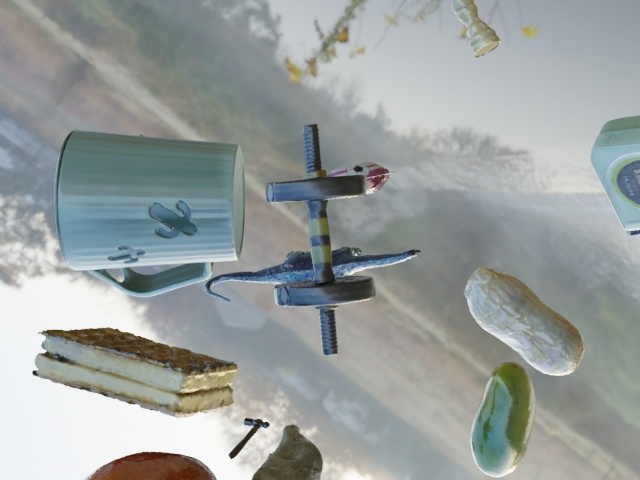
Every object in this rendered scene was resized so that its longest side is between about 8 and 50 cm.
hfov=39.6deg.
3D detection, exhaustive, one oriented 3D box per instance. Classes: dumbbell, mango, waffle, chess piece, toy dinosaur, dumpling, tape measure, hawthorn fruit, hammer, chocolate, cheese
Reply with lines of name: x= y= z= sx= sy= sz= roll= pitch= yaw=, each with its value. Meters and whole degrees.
dumbbell: x=0.000 y=0.000 z=1.247 sx=0.143 sy=0.325 sz=0.143 roll=-5 pitch=-177 yaw=0
mango: x=0.295 y=0.281 z=1.402 sx=0.085 sy=0.191 sz=0.122 roll=24 pitch=-165 yaw=40
waffle: x=-0.321 y=0.228 z=1.563 sx=0.308 sy=0.091 sz=0.213 roll=11 pitch=180 yaw=22
chess piece: x=0.317 y=-0.447 z=1.839 sx=0.122 sy=0.066 sz=0.066 roll=63 pitch=-179 yaw=10
toy dinosaur: x=-0.009 y=0.047 z=1.506 sx=0.363 sy=0.076 sz=0.147 roll=-8 pitch=177 yaw=7
dumpling: x=-0.053 y=0.509 z=1.895 sx=0.166 sy=0.086 sz=0.332 roll=56 pitch=-159 yaw=-3
tape measure: x=0.602 y=-0.113 z=1.551 sx=0.207 sy=0.115 sz=0.235 roll=-5 pitch=133 yaw=42
hawthorn fruit: x=-0.231 y=0.362 z=1.080 sx=0.211 sy=0.211 sz=0.299 roll=36 pitch=-173 yaw=24
hammer: x=-0.179 y=0.466 z=2.075 sx=0.065 sy=0.021 sz=0.178 roll=7 pitch=-159 yaw=18
chocolate: x=0.431 y=0.176 z=1.879 sx=0.309 sy=0.134 sz=0.134 roll=41 pitch=176 yaw=-10
cheese: x=0.033 y=-0.111 z=1.764 sx=0.155 sy=0.244 sz=0.062 roll=-15 pitch=-87 yaw=-69

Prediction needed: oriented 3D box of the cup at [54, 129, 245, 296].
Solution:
cup: x=-0.374 y=-0.069 z=2.011 sx=0.392 sy=0.310 sz=0.401 roll=1 pitch=158 yaw=1
